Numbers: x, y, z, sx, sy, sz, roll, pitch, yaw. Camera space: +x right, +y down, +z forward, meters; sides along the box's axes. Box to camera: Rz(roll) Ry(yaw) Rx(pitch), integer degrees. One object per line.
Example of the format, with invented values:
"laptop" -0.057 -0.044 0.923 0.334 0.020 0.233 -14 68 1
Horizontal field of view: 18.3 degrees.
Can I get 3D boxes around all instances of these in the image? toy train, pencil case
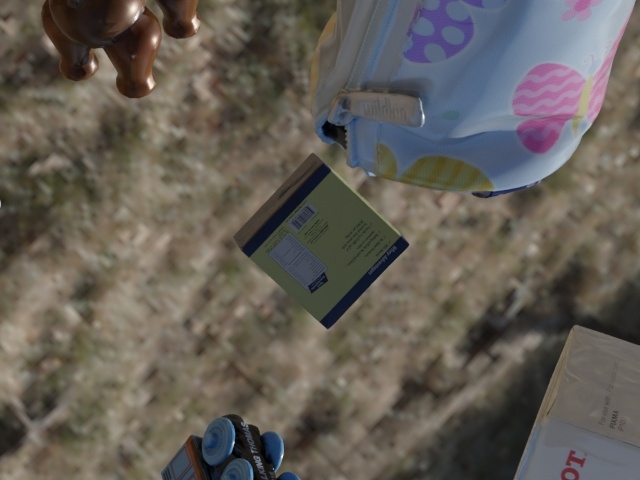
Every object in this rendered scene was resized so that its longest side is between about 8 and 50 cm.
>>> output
"toy train" -0.068 0.231 1.675 0.080 0.184 0.105 20 120 -34
"pencil case" 0.066 -0.135 0.721 0.124 0.113 0.273 -15 147 -21

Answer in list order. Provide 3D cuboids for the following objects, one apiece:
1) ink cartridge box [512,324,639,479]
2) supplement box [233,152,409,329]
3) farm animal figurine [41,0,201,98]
"ink cartridge box" 0.274 0.204 1.410 0.117 0.283 0.207 -63 170 -51
"supplement box" 0.000 0.000 1.363 0.083 0.083 0.056 -46 -167 2
"farm animal figurine" -0.223 -0.193 0.952 0.327 0.330 0.172 -31 143 -23
